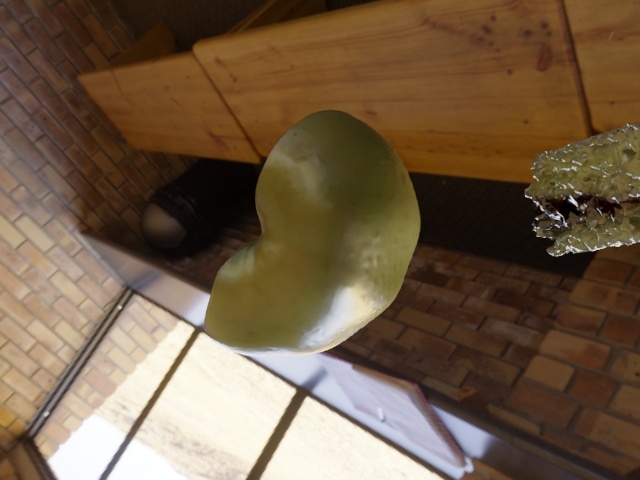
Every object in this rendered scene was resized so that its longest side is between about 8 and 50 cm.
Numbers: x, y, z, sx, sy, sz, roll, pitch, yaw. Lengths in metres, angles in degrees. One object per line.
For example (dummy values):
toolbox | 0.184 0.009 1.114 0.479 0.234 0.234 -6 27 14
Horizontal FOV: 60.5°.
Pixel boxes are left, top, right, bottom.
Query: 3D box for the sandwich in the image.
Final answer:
sandwich | 0.381 -0.073 0.603 0.325 0.262 0.131 166 88 -79

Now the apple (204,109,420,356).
apple | 0.000 0.000 0.823 0.320 0.360 0.312 -21 81 24
